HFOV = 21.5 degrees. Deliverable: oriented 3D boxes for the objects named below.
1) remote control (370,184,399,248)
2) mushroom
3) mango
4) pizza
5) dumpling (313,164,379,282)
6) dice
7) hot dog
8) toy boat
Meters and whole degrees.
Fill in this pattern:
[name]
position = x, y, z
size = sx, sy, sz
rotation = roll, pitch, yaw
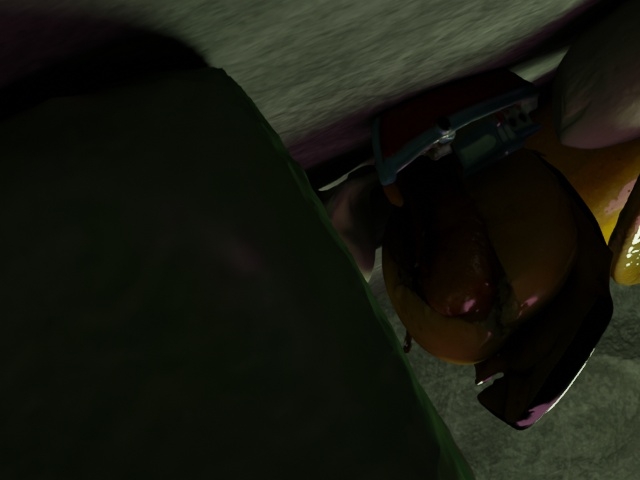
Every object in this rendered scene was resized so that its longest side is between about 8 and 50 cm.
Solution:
[remote control]
position = 0.057, -0.024, 1.530
size = 0.025, 0.063, 0.245
rotation = 28, 137, -35
[mushroom]
position = 0.236, -0.133, 1.153
size = 0.212, 0.088, 0.097
rotation = -39, 177, 40
[mango]
position = 0.238, -0.074, 1.467
size = 0.187, 0.144, 0.359
rotation = -43, 180, -41
[pizza]
position = 0.291, -0.054, 1.291
size = 0.262, 0.034, 0.181
rotation = -35, 153, -44
[dumpling]
position = 0.000, 0.002, 1.278
size = 0.169, 0.100, 0.134
rotation = -25, 162, -38
[dice]
position = -0.103, 0.130, 0.773
size = 0.318, 0.330, 0.322
rotation = -28, 173, -2
[hot dog]
position = 0.100, 0.001, 1.287
size = 0.194, 0.107, 0.326
rotation = -55, -155, 3
[toy boat]
position = 0.093, -0.074, 1.182
size = 0.173, 0.058, 0.069
rotation = -21, 172, -45
